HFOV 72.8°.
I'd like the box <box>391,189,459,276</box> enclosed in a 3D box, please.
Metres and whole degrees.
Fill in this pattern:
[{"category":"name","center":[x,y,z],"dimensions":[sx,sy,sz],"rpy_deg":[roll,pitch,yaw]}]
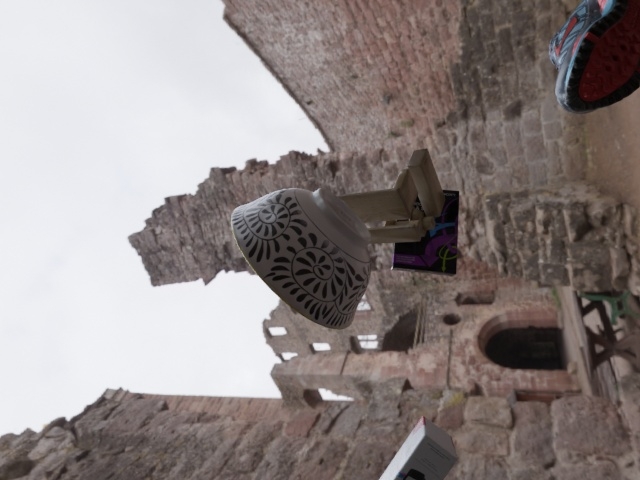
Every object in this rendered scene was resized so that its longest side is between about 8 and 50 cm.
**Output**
[{"category":"box","center":[0.196,-0.020,0.809],"dimensions":[0.029,0.116,0.162],"rpy_deg":[80,-164,-74]}]

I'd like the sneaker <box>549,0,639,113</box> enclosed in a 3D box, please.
[{"category":"sneaker","center":[0.389,-0.268,0.623],"dimensions":[0.104,0.125,0.262],"rpy_deg":[35,-109,-8]}]

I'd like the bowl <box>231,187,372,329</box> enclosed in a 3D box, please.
[{"category":"bowl","center":[0.000,0.000,0.447],"dimensions":[0.170,0.080,0.170],"rpy_deg":[41,-162,-16]}]

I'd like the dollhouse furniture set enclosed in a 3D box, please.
[{"category":"dollhouse furniture set","center":[0.121,-0.070,0.746],"dimensions":[0.144,0.123,0.151],"rpy_deg":[59,-137,-33]}]

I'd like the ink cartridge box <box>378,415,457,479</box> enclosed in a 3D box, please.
[{"category":"ink cartridge box","center":[0.182,0.451,0.846],"dimensions":[0.175,0.072,0.127],"rpy_deg":[-56,-13,2]}]
